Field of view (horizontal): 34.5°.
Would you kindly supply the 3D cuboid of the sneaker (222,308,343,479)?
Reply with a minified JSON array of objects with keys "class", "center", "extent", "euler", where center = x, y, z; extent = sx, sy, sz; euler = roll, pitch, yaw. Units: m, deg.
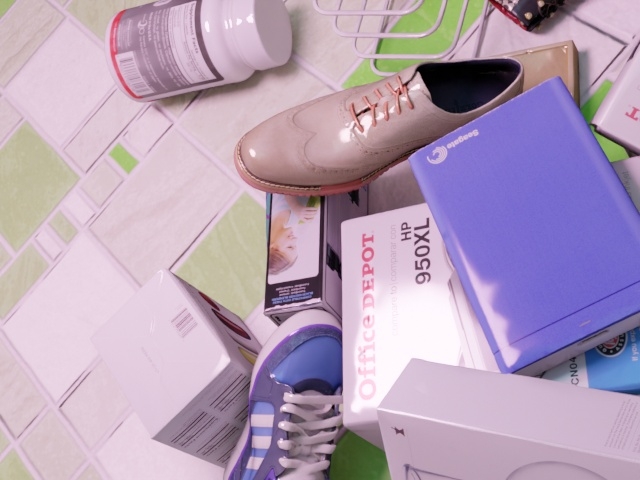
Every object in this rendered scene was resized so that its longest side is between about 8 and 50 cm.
[{"class":"sneaker","center":[-0.015,0.276,1.266],"extent":[0.323,0.130,0.236],"euler":[-68,30,21]}]

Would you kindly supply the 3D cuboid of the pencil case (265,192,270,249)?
[{"class":"pencil case","center":[-0.049,-0.040,1.549],"extent":[0.070,0.064,0.152],"euler":[-25,57,35]}]

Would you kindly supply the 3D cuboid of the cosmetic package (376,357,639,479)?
[{"class":"cosmetic package","center":[0.229,0.312,1.052],"extent":[0.284,0.377,0.097],"euler":[7,35,33]}]

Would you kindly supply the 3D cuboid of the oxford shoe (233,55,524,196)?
[{"class":"oxford shoe","center":[0.078,-0.168,1.341],"extent":[0.396,0.146,0.141],"euler":[-17,68,-14]}]

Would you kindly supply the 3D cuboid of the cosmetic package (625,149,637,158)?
[{"class":"cosmetic package","center":[0.492,-0.178,1.300],"extent":[0.239,0.099,0.060],"euler":[-29,54,13]}]

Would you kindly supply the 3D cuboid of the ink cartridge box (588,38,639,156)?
[{"class":"ink cartridge box","center":[0.484,-0.210,1.174],"extent":[0.226,0.131,0.306],"euler":[30,99,8]}]

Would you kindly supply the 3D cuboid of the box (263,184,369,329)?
[{"class":"box","center":[0.000,0.000,1.429],"extent":[0.087,0.169,0.290],"euler":[-10,57,21]}]

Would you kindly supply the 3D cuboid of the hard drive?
[{"class":"hard drive","center":[0.248,-0.019,1.186],"extent":[0.210,0.040,0.319],"euler":[-28,56,13]}]

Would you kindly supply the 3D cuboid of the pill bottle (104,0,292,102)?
[{"class":"pill bottle","center":[-0.200,-0.332,1.711],"extent":[0.283,0.161,0.161],"euler":[-8,64,25]}]

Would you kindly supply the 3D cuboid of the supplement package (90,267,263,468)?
[{"class":"supplement package","center":[-0.169,0.180,1.424],"extent":[0.149,0.203,0.194],"euler":[-43,55,3]}]

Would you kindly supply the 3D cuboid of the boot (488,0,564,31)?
[{"class":"boot","center":[0.366,-0.360,1.469],"extent":[0.179,0.085,0.236],"euler":[-48,54,6]}]

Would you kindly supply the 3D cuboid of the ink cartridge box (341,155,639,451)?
[{"class":"ink cartridge box","center":[0.231,0.092,1.270],"extent":[0.394,0.166,0.286],"euler":[-12,61,24]}]

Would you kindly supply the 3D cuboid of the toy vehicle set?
[{"class":"toy vehicle set","center":[0.277,-0.145,1.438],"extent":[0.165,0.035,0.267],"euler":[-7,64,26]}]

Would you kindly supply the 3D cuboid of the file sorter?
[{"class":"file sorter","center":[0.110,-0.369,1.493],"extent":[0.192,0.277,0.173],"euler":[6,75,31]}]
